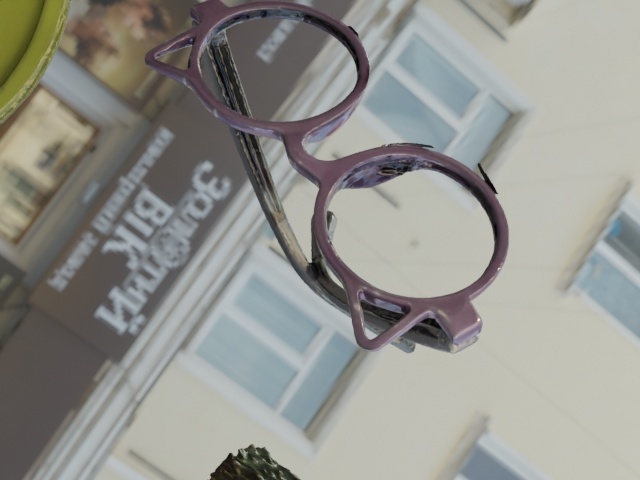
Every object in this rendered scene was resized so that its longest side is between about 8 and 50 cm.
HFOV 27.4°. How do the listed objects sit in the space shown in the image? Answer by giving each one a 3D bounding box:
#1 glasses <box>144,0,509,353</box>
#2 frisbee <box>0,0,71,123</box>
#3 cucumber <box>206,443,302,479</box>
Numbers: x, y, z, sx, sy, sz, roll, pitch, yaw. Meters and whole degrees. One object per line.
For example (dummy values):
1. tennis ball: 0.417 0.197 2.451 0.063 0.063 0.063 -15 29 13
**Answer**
1. glasses: 0.000 0.000 0.412 0.062 0.140 0.103 -26 152 -22
2. frisbee: -0.247 -0.149 0.689 0.236 0.236 0.017 -52 -176 -2
3. cucumber: 0.061 0.281 0.972 0.096 0.359 0.096 -42 150 -31
